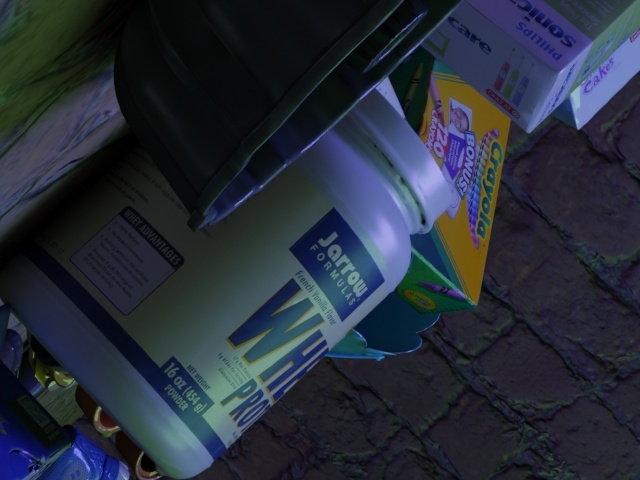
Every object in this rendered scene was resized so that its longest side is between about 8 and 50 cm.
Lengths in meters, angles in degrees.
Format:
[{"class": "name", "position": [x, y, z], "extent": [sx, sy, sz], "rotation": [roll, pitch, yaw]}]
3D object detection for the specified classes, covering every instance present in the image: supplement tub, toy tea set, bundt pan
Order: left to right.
[{"class": "toy tea set", "position": [-0.193, 0.171, 2.154], "extent": [0.200, 0.124, 0.336], "rotation": [-43, 144, -12]}, {"class": "supplement tub", "position": [-0.075, 0.009, 1.503], "extent": [0.325, 0.235, 0.235], "rotation": [-43, 178, -9]}, {"class": "bundt pan", "position": [0.003, -0.161, 1.098], "extent": [0.331, 0.124, 0.331], "rotation": [-44, 178, -2]}]

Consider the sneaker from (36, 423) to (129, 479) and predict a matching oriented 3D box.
[{"class": "sneaker", "position": [-0.398, 0.285, 2.198], "extent": [0.330, 0.147, 0.130], "rotation": [-18, -146, 21]}]

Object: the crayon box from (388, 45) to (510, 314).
[{"class": "crayon box", "position": [0.120, -0.079, 2.011], "extent": [0.081, 0.165, 0.278], "rotation": [-9, -124, 35]}]

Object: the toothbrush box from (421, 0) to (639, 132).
[{"class": "toothbrush box", "position": [0.241, -0.285, 1.931], "extent": [0.283, 0.206, 0.122], "rotation": [-43, 166, -28]}]

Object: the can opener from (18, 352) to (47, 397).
[{"class": "can opener", "position": [-0.279, 0.125, 2.182], "extent": [0.280, 0.093, 0.074], "rotation": [-38, 177, -24]}]

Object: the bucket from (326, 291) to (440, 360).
[{"class": "bucket", "position": [0.000, 0.000, 2.057], "extent": [0.183, 0.281, 0.281], "rotation": [-9, -160, 34]}]

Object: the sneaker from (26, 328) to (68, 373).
[{"class": "sneaker", "position": [-0.154, 0.019, 1.723], "extent": [0.292, 0.110, 0.118], "rotation": [-43, 166, 14]}]

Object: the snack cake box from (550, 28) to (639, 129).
[{"class": "snack cake box", "position": [0.242, -0.254, 2.104], "extent": [0.152, 0.264, 0.089], "rotation": [-43, 141, -17]}]

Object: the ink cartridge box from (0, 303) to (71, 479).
[{"class": "ink cartridge box", "position": [-0.358, 0.217, 1.393], "extent": [0.395, 0.151, 0.270], "rotation": [-43, 179, 9]}]

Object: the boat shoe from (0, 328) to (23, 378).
[{"class": "boat shoe", "position": [-0.332, 0.156, 1.729], "extent": [0.073, 0.080, 0.223], "rotation": [-36, 169, -41]}]

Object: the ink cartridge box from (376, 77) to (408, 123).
[{"class": "ink cartridge box", "position": [0.010, -0.088, 1.815], "extent": [0.148, 0.086, 0.203], "rotation": [-43, 137, -17]}]
